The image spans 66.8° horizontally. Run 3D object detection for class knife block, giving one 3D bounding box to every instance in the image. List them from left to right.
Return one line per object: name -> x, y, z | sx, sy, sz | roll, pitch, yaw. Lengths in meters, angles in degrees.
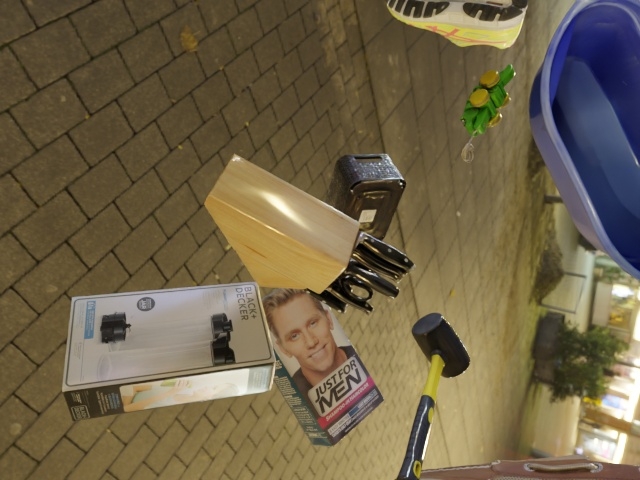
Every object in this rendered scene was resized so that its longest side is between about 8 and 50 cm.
knife block -> 0.000, 0.000, 0.704 | 0.275, 0.242, 0.088 | 65, 34, -42

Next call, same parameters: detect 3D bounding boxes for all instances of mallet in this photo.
mallet -> 0.091, 0.129, 0.426 | 0.062, 0.039, 0.190 | 59, 32, -4

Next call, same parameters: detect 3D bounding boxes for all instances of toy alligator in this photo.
toy alligator -> 0.243, -0.198, 0.751 | 0.056, 0.051, 0.189 | 43, 70, -35

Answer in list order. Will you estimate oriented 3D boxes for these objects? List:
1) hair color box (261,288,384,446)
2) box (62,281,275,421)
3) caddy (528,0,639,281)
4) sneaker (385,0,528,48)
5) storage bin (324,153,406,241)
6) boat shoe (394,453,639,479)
hair color box -> -0.023, 0.268, 1.108 | 0.174, 0.105, 0.347 | -30, 87, -33
box -> -0.228, 0.162, 0.755 | 0.290, 0.169, 0.087 | -2, 134, -17
caddy -> 0.362, -0.108, 0.484 | 0.341, 0.241, 0.179 | 64, 13, 0
sneaker -> 0.185, -0.315, 0.686 | 0.081, 0.208, 0.094 | -59, 152, -2
storage bin -> 0.084, -0.080, 0.995 | 0.122, 0.084, 0.180 | -5, 136, -21
boat shoe -> 0.207, 0.247, 0.413 | 0.116, 0.324, 0.123 | -17, 95, -51
